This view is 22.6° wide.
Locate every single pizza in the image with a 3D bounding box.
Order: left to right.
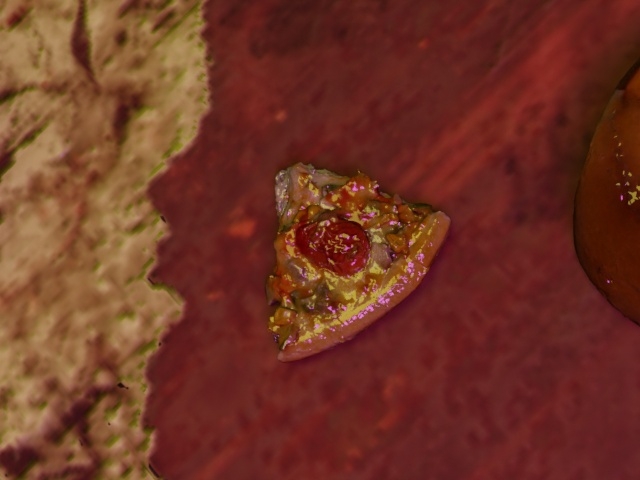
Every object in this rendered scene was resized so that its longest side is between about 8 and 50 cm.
[{"bbox_3d":[0.000,0.000,0.606,0.083,0.025,0.078,-43,65,2],"label":"pizza"}]

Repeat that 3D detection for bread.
[{"bbox_3d":[0.154,-0.019,0.548,0.129,0.044,0.126,21,78,28],"label":"bread"}]
